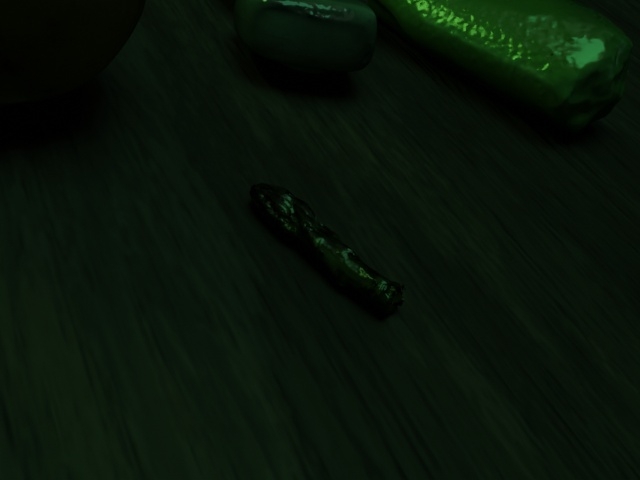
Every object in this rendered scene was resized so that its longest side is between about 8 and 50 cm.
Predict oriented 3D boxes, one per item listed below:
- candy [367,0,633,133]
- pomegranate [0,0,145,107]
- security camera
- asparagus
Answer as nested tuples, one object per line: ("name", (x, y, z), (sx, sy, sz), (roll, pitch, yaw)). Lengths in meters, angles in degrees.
("candy", (0.203, -0.249, 1.078), (0.142, 0.132, 0.343), (-46, 59, -7))
("pomegranate", (-0.279, -0.236, 0.702), (0.307, 0.307, 0.307), (13, 35, -9))
("security camera", (-0.033, -0.264, 1.025), (0.157, 0.080, 0.301), (5, 26, -16))
("asparagus", (0.000, 0.000, 0.706), (0.036, 0.030, 0.165), (-27, 54, -35))
